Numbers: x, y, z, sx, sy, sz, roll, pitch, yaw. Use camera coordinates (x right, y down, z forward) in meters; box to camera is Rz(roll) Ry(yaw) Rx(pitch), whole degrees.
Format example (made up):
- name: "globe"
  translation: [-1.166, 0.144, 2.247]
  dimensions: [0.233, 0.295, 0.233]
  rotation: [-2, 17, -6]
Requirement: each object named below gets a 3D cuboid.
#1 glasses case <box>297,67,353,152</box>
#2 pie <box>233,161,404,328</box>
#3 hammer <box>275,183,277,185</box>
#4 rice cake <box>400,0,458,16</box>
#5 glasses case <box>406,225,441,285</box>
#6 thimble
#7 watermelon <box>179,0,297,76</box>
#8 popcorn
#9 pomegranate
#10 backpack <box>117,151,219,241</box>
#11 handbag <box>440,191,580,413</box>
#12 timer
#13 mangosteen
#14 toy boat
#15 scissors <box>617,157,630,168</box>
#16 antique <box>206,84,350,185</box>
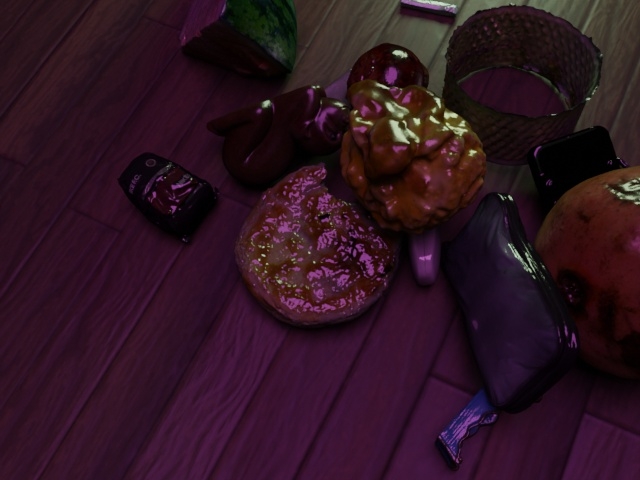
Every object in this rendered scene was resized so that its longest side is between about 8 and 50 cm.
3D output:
- name: "glasses case"
  translation: [0.011, -0.249, 1.349]
  dimensions: [0.191, 0.042, 0.072]
  rotation: [-39, 77, -14]
- name: "pie"
  translation: [-0.004, 0.007, 1.195]
  dimensions: [0.303, 0.067, 0.302]
  rotation: [-1, 65, 3]
- name: "hammer"
  translation: [-0.023, -0.048, 1.269]
  dimensions: [0.178, 0.021, 0.065]
  rotation: [40, 74, 19]
- name: "rice cake"
  translation: [0.226, -0.487, 1.459]
  dimensions: [0.121, 0.021, 0.022]
  rotation: [15, 77, 9]
- name: "glasses case"
  translation: [0.177, -0.036, 1.214]
  dimensions: [0.059, 0.092, 0.233]
  rotation: [-3, 66, 10]
- name: "thimble"
  translation: [0.353, -0.278, 1.270]
  dimensions: [0.271, 0.150, 0.270]
  rotation: [-1, 59, 2]
- name: "watermelon"
  translation: [-0.134, -0.461, 1.406]
  dimensions: [0.222, 0.319, 0.292]
  rotation: [24, 72, -24]
- name: "popcorn"
  translation: [0.129, -0.139, 1.095]
  dimensions: [0.206, 0.237, 0.251]
  rotation: [-38, 103, 4]
- name: "pomegranate"
  translation: [0.470, 0.050, 1.044]
  dimensions: [0.322, 0.322, 0.322]
  rotation: [-1, 65, 3]
- name: "backpack"
  translation: [-0.279, -0.087, 1.254]
  dimensions: [0.165, 0.106, 0.120]
  rotation: [29, 74, 12]
- name: "handbag"
  translation: [0.272, 0.082, 1.071]
  dimensions: [0.075, 0.191, 0.332]
  rotation: [7, 45, -22]
- name: "timer"
  translation: [0.446, -0.090, 1.212]
  dimensions: [0.144, 0.055, 0.187]
  rotation: [-19, 93, -7]
- name: "mangosteen"
  translation: [0.133, -0.280, 1.301]
  dimensions: [0.156, 0.181, 0.145]
  rotation: [-39, 65, 32]
- name: "toy boat"
  translation: [0.257, 0.274, 1.074]
  dimensions: [0.185, 0.075, 0.077]
  rotation: [-41, 67, -20]
- name: "scissors"
  translation: [0.423, -0.159, 1.297]
  dimensions: [0.300, 0.022, 0.109]
  rotation: [28, 66, 15]
- name: "antique"
  translation: [-0.066, -0.187, 1.253]
  dimensions: [0.257, 0.121, 0.143]
  rotation: [-19, 96, 13]
